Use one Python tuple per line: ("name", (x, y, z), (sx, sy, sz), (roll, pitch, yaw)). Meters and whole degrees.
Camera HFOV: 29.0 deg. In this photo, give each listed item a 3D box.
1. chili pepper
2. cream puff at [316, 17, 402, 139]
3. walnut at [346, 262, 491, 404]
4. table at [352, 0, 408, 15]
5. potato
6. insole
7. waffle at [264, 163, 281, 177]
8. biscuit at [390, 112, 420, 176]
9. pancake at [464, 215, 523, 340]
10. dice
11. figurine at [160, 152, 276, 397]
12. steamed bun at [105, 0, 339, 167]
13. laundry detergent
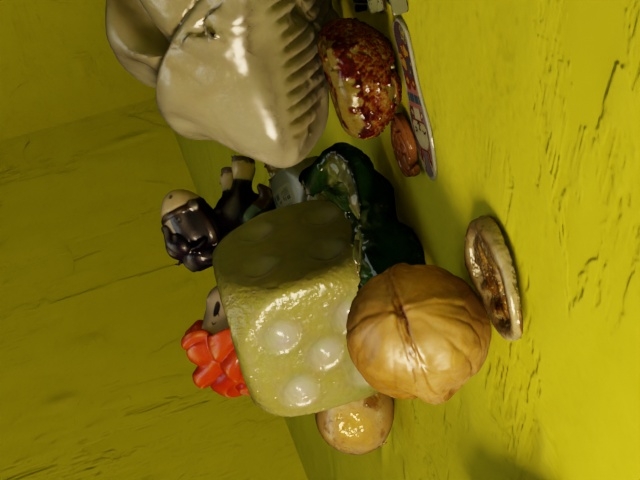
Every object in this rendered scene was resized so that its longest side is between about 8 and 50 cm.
("chili pepper", (0.074, -0.004, 1.600), (0.148, 0.116, 0.264), (125, 127, -63))
("cream puff", (0.050, -0.187, 1.423), (0.149, 0.085, 0.149), (-18, -90, -89))
("walnut", (0.109, 0.104, 1.375), (0.159, 0.159, 0.207), (69, -169, 19))
("table", (0.032, -0.331, 1.365), (0.146, 0.063, 0.175), (-141, 38, -72))
("potato", (0.049, 0.263, 2.046), (0.150, 0.146, 0.234), (-55, 17, 17))
("insole", (0.108, -0.159, 1.403), (0.065, 0.004, 0.197), (-132, 26, -67))
("waffle", (-0.103, -0.199, 2.339), (0.160, 0.046, 0.192), (84, 165, -56))
("biscuit", (0.100, -0.110, 1.481), (0.091, 0.015, 0.078), (85, 167, -61))
("pancake", (0.182, 0.041, 1.290), (0.139, 0.022, 0.139), (163, 90, -81))
("dice", (-0.019, 0.094, 1.785), (0.238, 0.233, 0.226), (-112, 6, -61))
("figurine", (-0.123, 0.057, 2.136), (0.241, 0.306, 0.411), (-19, 87, 51))
("steamed bun", (-0.126, -0.286, 1.488), (0.342, 0.255, 0.367), (-64, -31, -56))
("laundry detergent", (0.000, 0.000, 1.996), (0.181, 0.091, 0.253), (139, 113, -74))
